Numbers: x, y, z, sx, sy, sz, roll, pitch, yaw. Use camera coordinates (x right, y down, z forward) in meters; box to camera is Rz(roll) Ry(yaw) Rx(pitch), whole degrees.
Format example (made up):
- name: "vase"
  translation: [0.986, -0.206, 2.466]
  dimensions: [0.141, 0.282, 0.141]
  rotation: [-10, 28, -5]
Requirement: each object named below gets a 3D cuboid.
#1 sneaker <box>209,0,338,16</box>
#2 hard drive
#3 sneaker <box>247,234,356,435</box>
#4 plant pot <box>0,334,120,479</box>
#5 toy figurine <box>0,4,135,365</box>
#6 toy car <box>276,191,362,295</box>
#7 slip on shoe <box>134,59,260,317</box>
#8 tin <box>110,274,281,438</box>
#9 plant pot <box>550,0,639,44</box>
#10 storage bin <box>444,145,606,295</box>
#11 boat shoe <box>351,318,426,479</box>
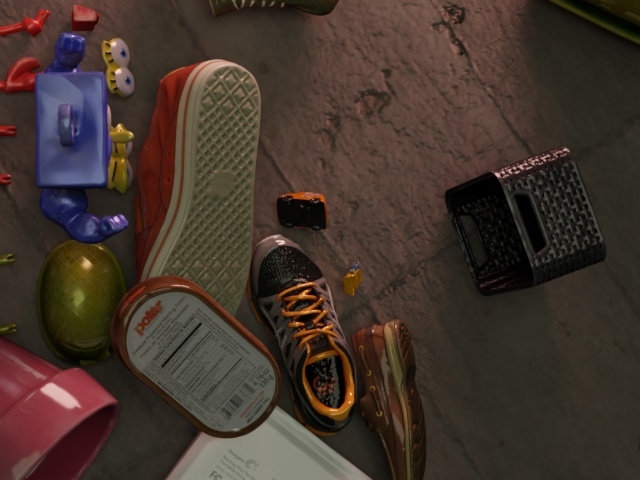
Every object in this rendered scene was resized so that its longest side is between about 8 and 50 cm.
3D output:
- name: "sneaker"
  translation: [-0.082, -0.266, 1.499]
  dimensions: [0.192, 0.064, 0.086]
  rotation: [29, 87, -8]
- name: "hard drive"
  translation: [-0.094, 0.323, 1.445]
  dimensions: [0.203, 0.040, 0.307]
  rotation: [39, 78, -6]
- name: "sneaker"
  translation: [-0.010, 0.094, 1.465]
  dimensions: [0.084, 0.083, 0.215]
  rotation: [-22, 88, -12]
- name: "plant pot"
  translation: [-0.318, 0.170, 1.345]
  dimensions: [0.180, 0.201, 0.201]
  rotation: [39, 77, 10]
- name: "toy figurine"
  translation: [-0.264, -0.066, 1.357]
  dimensions: [0.191, 0.217, 0.363]
  rotation: [2, 84, -12]
- name: "toy car"
  translation: [0.000, 0.000, 1.510]
  dimensions: [0.040, 0.060, 0.122]
  rotation: [-46, 119, -55]
- name: "slip on shoe"
  translation: [-0.137, -0.018, 1.447]
  dimensions: [0.123, 0.101, 0.331]
  rotation: [5, 96, -42]
- name: "tin"
  translation: [-0.117, 0.114, 1.394]
  dimensions: [0.189, 0.040, 0.106]
  rotation: [43, 82, -23]
- name: "plant pot"
  translation: [0.346, -0.334, 1.521]
  dimensions: [0.228, 0.207, 0.227]
  rotation: [24, 81, -9]
- name: "storage bin"
  translation: [0.207, -0.017, 1.473]
  dimensions: [0.084, 0.180, 0.122]
  rotation: [-20, 89, -13]
- name: "boat shoe"
  translation: [0.071, 0.173, 1.491]
  dimensions: [0.060, 0.064, 0.178]
  rotation: [-10, 85, 18]
